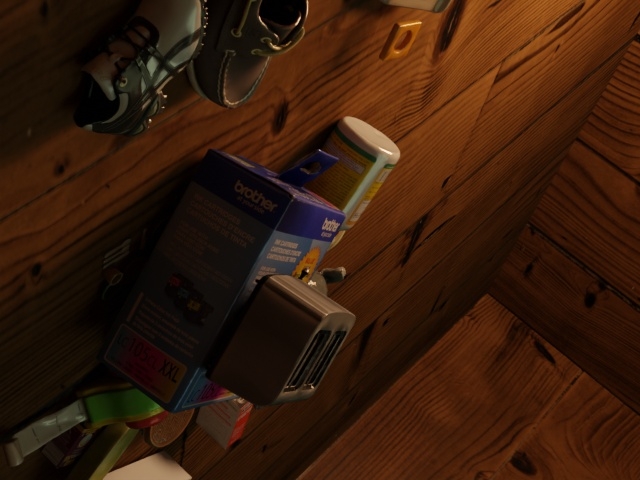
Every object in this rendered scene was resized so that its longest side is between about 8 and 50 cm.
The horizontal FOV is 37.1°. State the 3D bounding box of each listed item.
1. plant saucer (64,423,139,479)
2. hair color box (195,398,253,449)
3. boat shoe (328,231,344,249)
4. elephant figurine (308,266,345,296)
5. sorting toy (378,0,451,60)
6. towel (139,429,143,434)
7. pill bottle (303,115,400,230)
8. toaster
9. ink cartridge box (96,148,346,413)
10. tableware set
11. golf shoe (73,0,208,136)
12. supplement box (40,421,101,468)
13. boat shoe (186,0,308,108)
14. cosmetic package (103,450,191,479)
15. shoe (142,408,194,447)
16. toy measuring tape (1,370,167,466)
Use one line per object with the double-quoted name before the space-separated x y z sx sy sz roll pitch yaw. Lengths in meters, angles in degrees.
"plant saucer" -0.371 0.366 1.606 0.241 0.037 0.241 -54 178 -3
"hair color box" -0.197 0.350 1.984 0.053 0.093 0.167 -37 159 -39
"boat shoe" 0.000 0.000 1.811 0.135 0.050 0.045 -50 168 2
"elephant figurine" -0.098 0.096 1.629 0.239 0.169 0.186 33 68 -57
"sorting toy" 0.163 -0.415 1.360 0.196 0.047 0.347 -11 138 -57
"towel" -0.299 0.328 1.794 0.067 0.029 0.119 -53 162 8
"pill bottle" 0.030 -0.091 1.582 0.208 0.117 0.117 -57 162 20
"toaster" -0.047 0.131 1.284 0.185 0.110 0.168 -60 163 3
"ink cartridge box" -0.117 0.032 1.366 0.395 0.151 0.270 -62 164 5
"tableware set" -0.239 0.022 1.312 0.154 0.024 0.104 -36 159 -38
"golf shoe" -0.180 -0.182 0.943 0.094 0.077 0.198 -22 147 -56
"supplement box" -0.391 0.310 1.503 0.083 0.043 0.055 -53 164 12
"boat shoe" -0.063 -0.260 1.031 0.116 0.097 0.324 -34 157 -42
"cosmetic package" -0.444 0.576 1.841 0.284 0.097 0.377 -52 163 14
"shoe" -0.247 0.253 1.607 0.076 0.058 0.219 53 44 -31
"toy measuring tape" -0.314 0.249 1.434 0.330 0.121 0.121 -27 151 -53
